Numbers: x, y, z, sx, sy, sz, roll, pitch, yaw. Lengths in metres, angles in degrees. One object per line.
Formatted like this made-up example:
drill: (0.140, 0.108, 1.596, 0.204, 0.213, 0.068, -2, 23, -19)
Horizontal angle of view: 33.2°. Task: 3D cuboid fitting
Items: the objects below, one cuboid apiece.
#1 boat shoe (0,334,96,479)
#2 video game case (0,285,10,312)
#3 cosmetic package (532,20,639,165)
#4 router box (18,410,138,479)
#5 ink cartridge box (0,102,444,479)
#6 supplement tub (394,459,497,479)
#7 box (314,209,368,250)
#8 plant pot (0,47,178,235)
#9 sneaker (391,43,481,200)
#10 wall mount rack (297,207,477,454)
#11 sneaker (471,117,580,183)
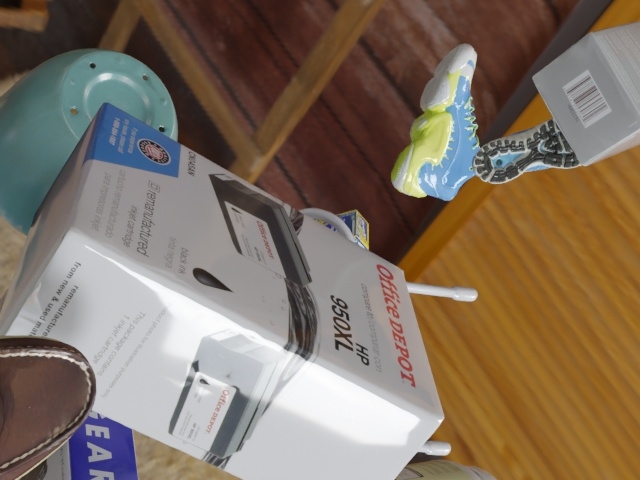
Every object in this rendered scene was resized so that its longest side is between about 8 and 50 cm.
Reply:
boat shoe: (-0.269, 0.138, 0.722, 0.342, 0.123, 0.123, -9, 91, -53)
video game case: (-0.485, 0.127, 1.669, 0.023, 0.193, 0.212, 34, 4, -24)
cosmetic package: (0.372, -0.183, 1.259, 0.238, 0.107, 0.127, -17, 75, -45)
router box: (-0.317, 0.306, 1.285, 0.082, 0.301, 0.335, 14, 35, -27)
ink cartridge box: (-0.095, 0.069, 1.075, 0.394, 0.166, 0.285, 29, 23, -19)
supplement tub: (0.175, 0.522, 1.939, 0.324, 0.235, 0.235, 4, 53, -44)
box: (0.000, 0.000, 1.899, 0.054, 0.168, 0.059, 46, 38, -47)
plant pot: (-0.357, -0.162, 1.662, 0.293, 0.235, 0.293, 13, 64, -29)
sneaker: (0.203, -0.168, 1.609, 0.126, 0.240, 0.091, 22, 16, -10)
wall mount rack: (0.027, 0.143, 1.349, 0.304, 0.130, 0.350, 10, 91, 10)
sneaker: (0.254, -0.113, 1.283, 0.162, 0.073, 0.063, -12, 98, -5)
